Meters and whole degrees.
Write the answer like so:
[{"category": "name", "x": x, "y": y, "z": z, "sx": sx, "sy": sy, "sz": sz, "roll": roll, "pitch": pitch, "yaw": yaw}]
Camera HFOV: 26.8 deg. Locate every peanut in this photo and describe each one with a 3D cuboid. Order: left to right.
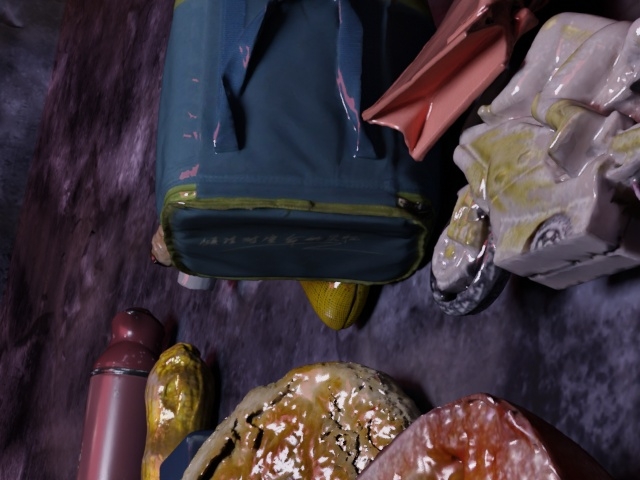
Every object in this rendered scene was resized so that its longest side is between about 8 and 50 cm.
[{"category": "peanut", "x": -0.172, "y": 0.226, "z": 1.621, "sx": 0.087, "sy": 0.087, "sz": 0.207, "roll": -39, "pitch": 45, "yaw": 56}]

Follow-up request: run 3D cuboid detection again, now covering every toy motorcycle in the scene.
[{"category": "toy motorcycle", "x": 0.184, "y": -0.074, "z": 0.941, "sx": 0.340, "sy": 0.107, "sz": 0.223, "roll": -29, "pitch": 44, "yaw": 60}]

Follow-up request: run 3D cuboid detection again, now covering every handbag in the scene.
[{"category": "handbag", "x": -0.017, "y": -0.099, "z": 1.225, "sx": 0.222, "sy": 0.263, "sz": 0.241, "roll": 100, "pitch": 174, "yaw": -69}, {"category": "handbag", "x": 0.128, "y": -0.171, "z": 1.062, "sx": 0.157, "sy": 0.059, "sz": 0.212, "roll": -44, "pitch": 8, "yaw": 50}]

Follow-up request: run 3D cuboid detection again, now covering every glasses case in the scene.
[{"category": "glasses case", "x": 0.000, "y": 0.000, "z": 1.376, "sx": 0.234, "sy": 0.064, "sz": 0.079, "roll": -115, "pitch": 36, "yaw": -54}]

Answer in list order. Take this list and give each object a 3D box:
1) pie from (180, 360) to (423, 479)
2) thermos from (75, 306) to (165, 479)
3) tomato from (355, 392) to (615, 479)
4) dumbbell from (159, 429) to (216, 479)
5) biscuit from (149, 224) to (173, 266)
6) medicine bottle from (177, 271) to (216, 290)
[{"category": "pie", "x": -0.018, "y": 0.230, "z": 1.167, "sx": 0.274, "sy": 0.055, "sz": 0.274, "roll": -16, "pitch": 59, "yaw": 28}, {"category": "thermos", "x": -0.253, "y": 0.254, "z": 1.790, "sx": 0.109, "sy": 0.136, "sz": 0.330, "roll": -7, "pitch": 69, "yaw": 37}, {"category": "tomato", "x": 0.120, "y": 0.276, "z": 0.849, "sx": 0.338, "sy": 0.143, "sz": 0.338, "roll": -32, "pitch": 53, "yaw": 56}, {"category": "dumbbell", "x": -0.078, "y": 0.340, "z": 1.269, "sx": 0.144, "sy": 0.156, "sz": 0.316, "roll": 84, "pitch": -177, "yaw": -57}, {"category": "biscuit", "x": -0.173, "y": -0.043, "z": 1.808, "sx": 0.219, "sy": 0.055, "sz": 0.061, "roll": -59, "pitch": 34, "yaw": 38}, {"category": "medicine bottle", "x": -0.100, "y": -0.109, "z": 1.604, "sx": 0.110, "sy": 0.110, "sz": 0.352, "roll": 38, "pitch": 113, "yaw": 65}]
